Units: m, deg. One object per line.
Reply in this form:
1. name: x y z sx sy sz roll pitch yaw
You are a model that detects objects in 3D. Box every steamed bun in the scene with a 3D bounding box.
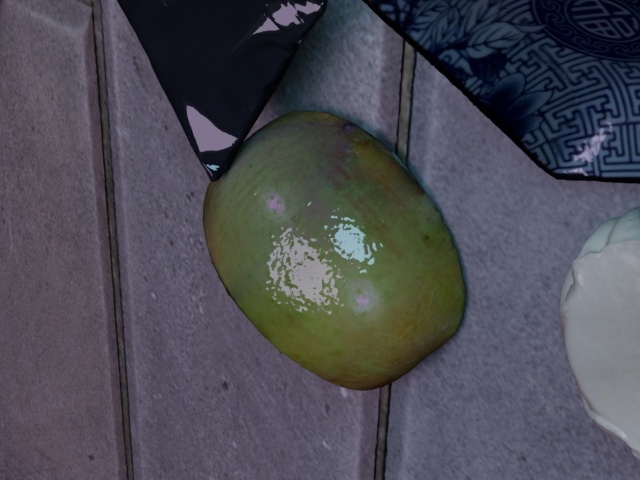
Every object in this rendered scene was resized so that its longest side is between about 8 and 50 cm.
1. steamed bun: 0.243 0.060 0.739 0.183 0.106 0.182 22 124 38

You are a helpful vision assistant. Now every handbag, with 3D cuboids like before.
1. handbag: -0.094 -0.213 0.988 0.211 0.089 0.254 -51 55 41

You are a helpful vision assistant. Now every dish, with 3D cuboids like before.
1. dish: 0.161 -0.123 0.689 0.182 0.080 0.243 6 158 48

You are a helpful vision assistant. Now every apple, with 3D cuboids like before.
1. apple: 0.000 0.000 0.992 0.265 0.120 0.193 50 129 15
